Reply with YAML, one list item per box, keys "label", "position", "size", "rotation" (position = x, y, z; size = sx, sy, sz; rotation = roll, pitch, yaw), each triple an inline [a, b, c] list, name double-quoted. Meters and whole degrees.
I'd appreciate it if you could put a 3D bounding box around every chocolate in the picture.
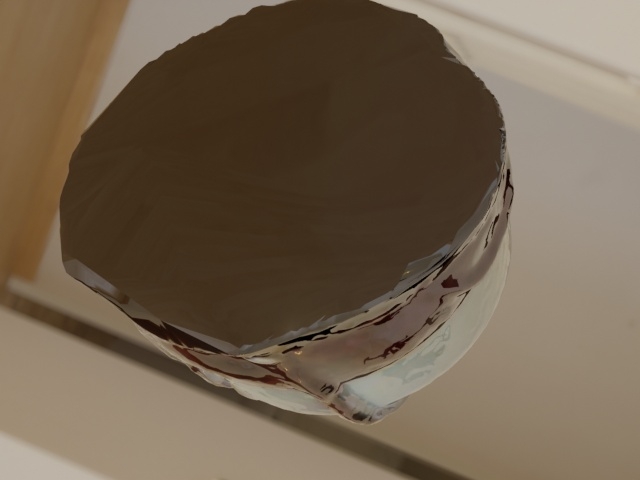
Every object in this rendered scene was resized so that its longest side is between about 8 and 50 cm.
- label: "chocolate"
  position: [0.000, 0.000, 0.890]
  size: [0.284, 0.283, 0.186]
  rotation: [-64, 150, -32]
